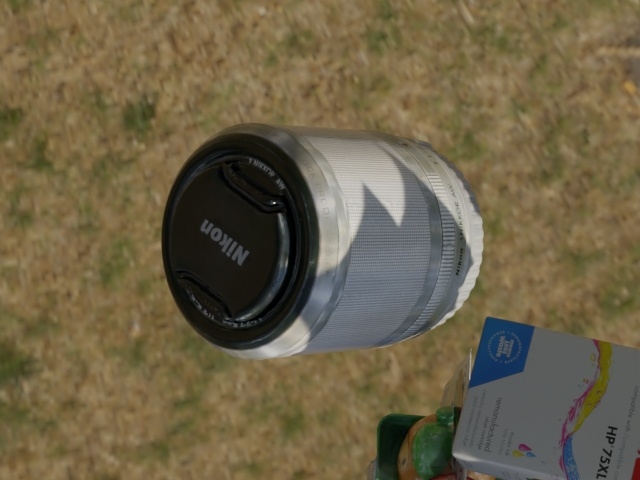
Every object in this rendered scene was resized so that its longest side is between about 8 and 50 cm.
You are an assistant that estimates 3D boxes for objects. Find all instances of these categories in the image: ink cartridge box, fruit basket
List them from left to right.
[{"bbox_3d":[0.121,0.295,1.809,0.165,0.327,0.353,3,170,5],"label":"fruit basket"},{"bbox_3d":[0.247,0.161,1.525,0.231,0.134,0.078,11,165,16],"label":"ink cartridge box"}]

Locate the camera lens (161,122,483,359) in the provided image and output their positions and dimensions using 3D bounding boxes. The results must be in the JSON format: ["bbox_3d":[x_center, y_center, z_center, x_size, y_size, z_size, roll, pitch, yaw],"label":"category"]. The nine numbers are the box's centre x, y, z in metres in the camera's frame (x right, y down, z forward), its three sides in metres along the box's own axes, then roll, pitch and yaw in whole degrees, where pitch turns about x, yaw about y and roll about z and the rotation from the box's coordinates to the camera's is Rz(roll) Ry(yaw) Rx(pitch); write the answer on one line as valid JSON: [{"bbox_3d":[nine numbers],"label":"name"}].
[{"bbox_3d":[0.000,0.000,1.647,0.274,0.219,0.219,-1,135,-50],"label":"camera lens"}]
